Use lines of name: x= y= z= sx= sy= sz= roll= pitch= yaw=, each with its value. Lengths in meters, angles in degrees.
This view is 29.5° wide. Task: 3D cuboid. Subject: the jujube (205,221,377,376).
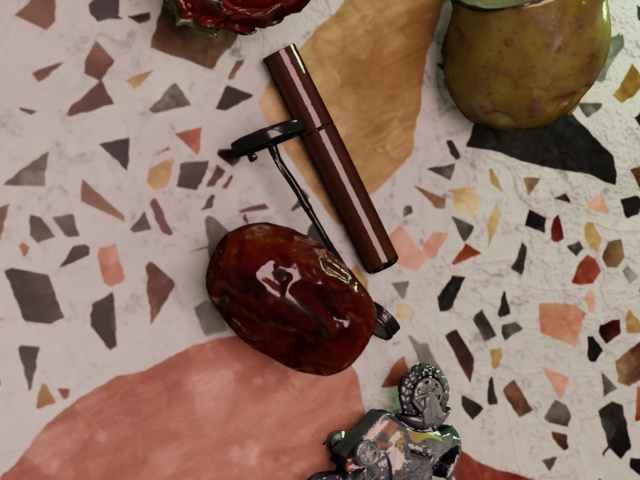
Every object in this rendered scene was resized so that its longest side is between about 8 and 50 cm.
jujube: x=-0.042 y=0.075 z=1.679 sx=0.243 sy=0.183 sz=0.183 roll=31 pitch=76 yaw=-14

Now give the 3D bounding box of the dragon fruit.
dragon fruit: x=-0.101 y=-0.412 z=1.665 sx=0.244 sy=0.244 sz=0.299 roll=45 pitch=55 yaw=-13

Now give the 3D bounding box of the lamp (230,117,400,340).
lamp: x=0.024 y=-0.026 z=1.749 sx=0.108 sy=0.130 sz=0.371 roll=-44 pitch=99 yaw=-21

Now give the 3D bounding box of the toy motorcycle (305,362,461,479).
toy motorcycle: x=0.102 y=0.329 z=1.761 sx=0.307 sy=0.108 sz=0.173 roll=-46 pitch=108 yaw=-16

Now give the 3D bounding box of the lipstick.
lipstick: x=0.017 y=-0.118 z=1.783 sx=0.057 sy=0.057 sz=0.357 roll=-29 pitch=98 yaw=-21

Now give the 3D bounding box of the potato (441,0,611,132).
potato: x=0.327 y=-0.294 z=1.839 sx=0.288 sy=0.301 sz=0.237 roll=-13 pitch=115 yaw=10
